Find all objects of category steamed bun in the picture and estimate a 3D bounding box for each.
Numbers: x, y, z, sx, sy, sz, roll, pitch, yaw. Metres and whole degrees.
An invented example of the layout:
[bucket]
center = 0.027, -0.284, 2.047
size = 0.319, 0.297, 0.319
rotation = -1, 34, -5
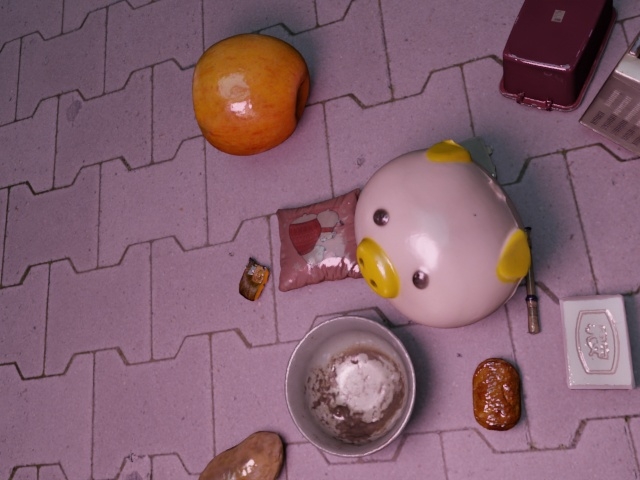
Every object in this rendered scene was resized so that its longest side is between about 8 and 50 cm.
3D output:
[steamed bun]
center = 0.239, -0.007, 1.215
size = 0.334, 0.334, 0.373
rotation = -35, 75, 9

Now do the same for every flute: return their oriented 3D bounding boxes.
[flute]
center = 0.448, 0.084, 1.268
size = 0.027, 0.027, 0.232
rotation = -5, 73, 20

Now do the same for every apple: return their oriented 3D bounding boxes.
[apple]
center = -0.167, -0.365, 1.495
size = 0.275, 0.299, 0.298
rotation = 0, 75, 7

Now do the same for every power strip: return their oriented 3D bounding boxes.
[power strip]
center = 0.280, -0.147, 1.389
size = 0.271, 0.046, 0.117
rotation = -20, 69, 14

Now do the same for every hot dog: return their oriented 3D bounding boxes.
[hot dog]
center = 0.359, 0.315, 1.216
size = 0.099, 0.065, 0.147
rotation = -7, 62, 20

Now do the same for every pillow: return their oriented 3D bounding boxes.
[pillow]
center = 0.000, 0.000, 1.434
size = 0.236, 0.084, 0.223
rotation = -13, 69, 15

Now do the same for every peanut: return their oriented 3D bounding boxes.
[peanut]
center = -0.175, 0.519, 1.336
size = 0.224, 0.129, 0.129
rotation = -33, 66, 0

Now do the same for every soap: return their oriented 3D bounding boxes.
[soap]
center = 0.546, 0.203, 1.176
size = 0.122, 0.064, 0.183
rotation = -6, 72, 22

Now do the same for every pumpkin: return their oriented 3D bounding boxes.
[pumpkin]
center = -0.168, 0.100, 1.501
size = 0.073, 0.035, 0.101
rotation = 20, 86, 36

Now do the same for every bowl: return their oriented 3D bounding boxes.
[bowl]
center = 0.081, 0.313, 1.280
size = 0.290, 0.146, 0.289
rotation = -7, 72, 21

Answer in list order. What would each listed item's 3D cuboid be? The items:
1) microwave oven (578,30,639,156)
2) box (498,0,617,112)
[microwave oven]
center = 0.734, -0.370, 1.115
size = 0.247, 0.333, 0.394
rotation = 34, 90, 15
[box]
center = 0.525, -0.453, 1.313
size = 0.193, 0.167, 0.293
rotation = 22, 84, 23
